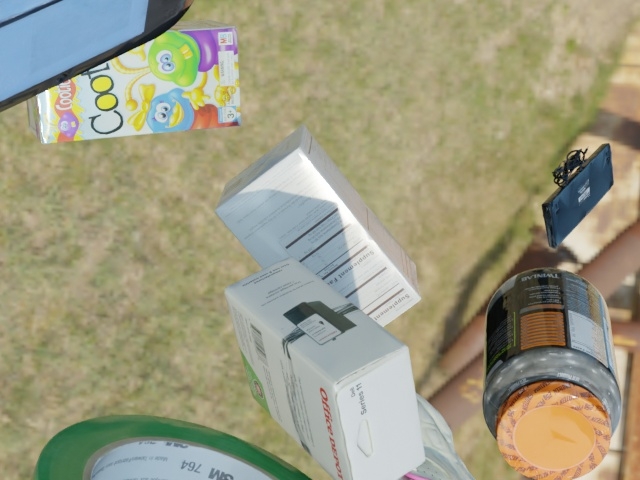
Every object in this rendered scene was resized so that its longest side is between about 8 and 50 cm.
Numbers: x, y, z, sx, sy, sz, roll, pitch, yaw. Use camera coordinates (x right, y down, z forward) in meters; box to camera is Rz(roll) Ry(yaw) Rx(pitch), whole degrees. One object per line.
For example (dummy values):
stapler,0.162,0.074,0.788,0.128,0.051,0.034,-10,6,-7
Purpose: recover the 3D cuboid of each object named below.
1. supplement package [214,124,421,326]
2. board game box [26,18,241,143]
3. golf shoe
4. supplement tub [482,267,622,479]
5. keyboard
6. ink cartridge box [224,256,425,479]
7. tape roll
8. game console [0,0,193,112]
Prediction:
supplement package,0.000,0.000,1.480,0.244,0.134,0.139,51,12,-12
board game box,-0.264,-0.224,1.636,0.144,0.275,0.142,-146,-128,-65
golf shoe,0.091,0.241,1.243,0.115,0.306,0.140,-50,151,8
supplement tub,0.200,0.115,1.027,0.190,0.117,0.117,-73,159,-60
keyboard,0.333,-0.074,1.562,0.192,0.038,0.100,-39,129,-43
ink cartridge box,0.004,0.131,1.151,0.087,0.208,0.153,-26,126,-22
tape roll,-0.114,0.276,1.081,0.321,0.321,0.077,-19,133,-67
game console,-0.282,-0.272,1.276,0.386,0.060,0.342,-32,170,-26
